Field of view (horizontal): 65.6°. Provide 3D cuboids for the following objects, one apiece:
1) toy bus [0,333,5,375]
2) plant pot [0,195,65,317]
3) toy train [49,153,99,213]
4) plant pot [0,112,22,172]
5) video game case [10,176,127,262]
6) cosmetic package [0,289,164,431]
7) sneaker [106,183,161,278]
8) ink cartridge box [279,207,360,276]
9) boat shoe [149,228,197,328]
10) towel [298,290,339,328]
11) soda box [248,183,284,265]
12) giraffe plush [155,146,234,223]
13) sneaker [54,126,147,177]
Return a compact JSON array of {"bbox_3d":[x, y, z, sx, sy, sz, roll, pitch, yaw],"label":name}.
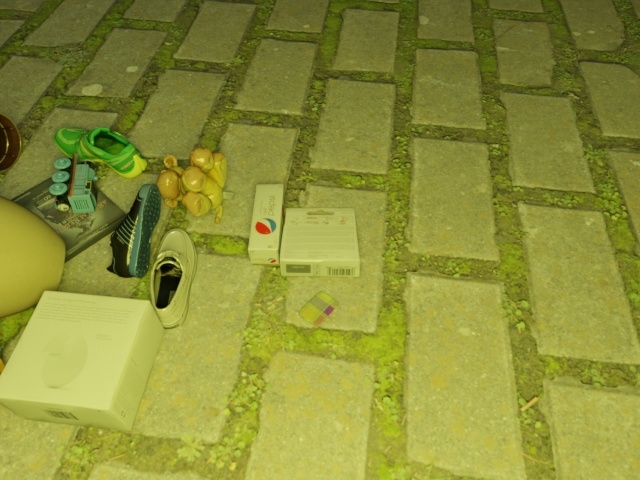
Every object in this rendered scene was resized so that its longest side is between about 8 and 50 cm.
[{"bbox_3d":[-0.732,0.263,0.967,0.220,0.150,0.212,-1,39,2],"label":"toy bus"},{"bbox_3d":[-0.673,0.046,1.076,0.190,0.284,0.284,13,43,-36],"label":"plant pot"},{"bbox_3d":[-0.636,-0.148,1.291,0.105,0.080,0.184,-4,49,-15],"label":"toy train"},{"bbox_3d":[-0.962,-0.278,1.375,0.165,0.167,0.167,7,52,14],"label":"plant pot"},{"bbox_3d":[-0.660,-0.076,1.296,0.274,0.026,0.196,36,60,25],"label":"video game case"},{"bbox_3d":[-0.462,0.235,0.981,0.223,0.138,0.225,5,53,4],"label":"cosmetic package"},{"bbox_3d":[-0.448,-0.027,1.182,0.090,0.081,0.233,6,78,12],"label":"sneaker"},{"bbox_3d":[0.000,0.000,1.236,0.188,0.066,0.232,0,31,0],"label":"ink cartridge box"},{"bbox_3d":[-0.346,0.068,1.143,0.096,0.088,0.268,-1,52,0],"label":"boat shoe"},{"bbox_3d":[-0.004,0.156,1.126,0.060,0.009,0.083,32,58,23],"label":"towel"},{"bbox_3d":[-0.132,-0.042,1.243,0.073,0.069,0.216,0,51,1],"label":"soda box"},{"bbox_3d":[-0.336,-0.146,1.257,0.170,0.210,0.182,11,77,15],"label":"giraffe plush"},{"bbox_3d":[-0.617,-0.274,1.387,0.295,0.124,0.110,19,55,15],"label":"sneaker"}]
